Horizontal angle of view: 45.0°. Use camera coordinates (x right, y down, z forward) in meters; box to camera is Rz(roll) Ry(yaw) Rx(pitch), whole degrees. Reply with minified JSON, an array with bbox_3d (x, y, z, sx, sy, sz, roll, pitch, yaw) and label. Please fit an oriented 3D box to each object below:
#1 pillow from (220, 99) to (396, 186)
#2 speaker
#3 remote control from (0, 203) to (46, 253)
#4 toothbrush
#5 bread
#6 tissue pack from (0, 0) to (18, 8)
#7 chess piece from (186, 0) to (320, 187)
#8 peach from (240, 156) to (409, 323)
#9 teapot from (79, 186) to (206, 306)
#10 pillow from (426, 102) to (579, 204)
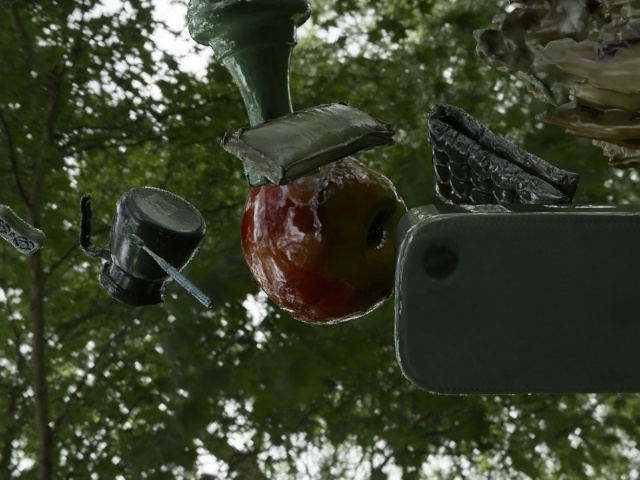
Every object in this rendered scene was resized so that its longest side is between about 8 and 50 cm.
[{"bbox_3d":[-0.009,-0.123,0.932,0.208,0.119,0.053,-23,-52,-36],"label":"pillow"},{"bbox_3d":[0.275,0.046,0.814,0.184,0.406,0.183,-85,-5,-81],"label":"speaker"},{"bbox_3d":[-0.604,-0.020,1.526,0.122,0.074,0.032,43,-139,-29],"label":"remote control"},{"bbox_3d":[-0.273,0.051,1.399,0.016,0.219,0.019,-52,-19,0],"label":"toothbrush"},{"bbox_3d":[0.298,-0.149,0.604,0.314,0.370,0.191,-35,-58,-40],"label":"bread"},{"bbox_3d":[-0.367,-0.332,0.831,0.394,0.288,0.124,-27,-78,-7],"label":"tissue pack"},{"bbox_3d":[-0.087,-0.239,1.203,0.195,0.195,0.299,-16,-85,-48],"label":"chess piece"},{"bbox_3d":[0.000,0.000,1.539,0.370,0.370,0.370,-34,-39,-34],"label":"peach"},{"bbox_3d":[-0.466,0.024,1.900,0.305,0.223,0.285,20,-65,-17],"label":"teapot"},{"bbox_3d":[0.327,-0.097,1.427,0.101,0.326,0.228,-41,-35,-19],"label":"pillow"}]
